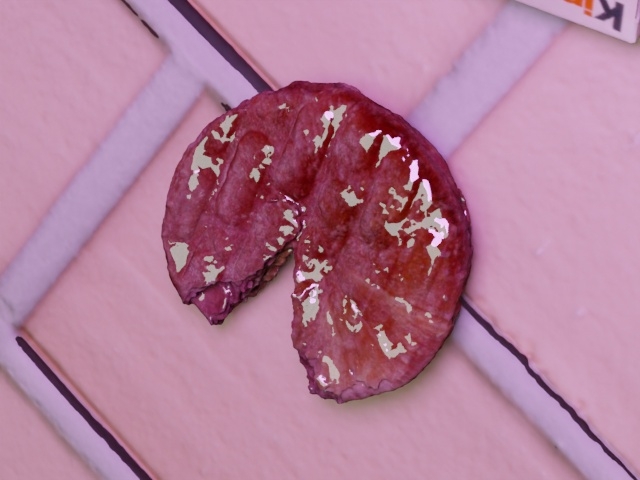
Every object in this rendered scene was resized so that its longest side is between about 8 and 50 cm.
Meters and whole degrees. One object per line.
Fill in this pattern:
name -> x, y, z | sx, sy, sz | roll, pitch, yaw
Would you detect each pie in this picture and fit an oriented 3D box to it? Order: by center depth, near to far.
pie -> 0.000, 0.000, 1.070 | 0.219, 0.054, 0.204 | 45, 115, 13

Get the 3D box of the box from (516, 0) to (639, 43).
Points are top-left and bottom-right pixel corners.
box -> 0.073, -0.255, 0.903 | 0.273, 0.048, 0.265 | 23, 149, 20
